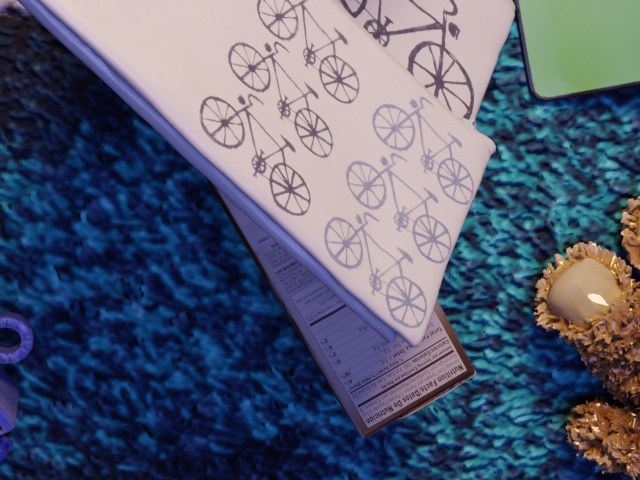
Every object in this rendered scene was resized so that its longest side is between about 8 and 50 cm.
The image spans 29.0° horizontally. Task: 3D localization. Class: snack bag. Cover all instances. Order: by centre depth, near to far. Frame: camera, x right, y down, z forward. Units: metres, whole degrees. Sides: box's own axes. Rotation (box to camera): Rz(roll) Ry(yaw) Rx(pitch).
[{"bbox_3d":[0.002,-0.153,0.788,0.323,0.342,0.037,43,138,-21],"label":"snack bag"}]

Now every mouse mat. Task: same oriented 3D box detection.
[{"bbox_3d":[0.240,-0.192,0.930,0.189,0.007,0.153,-9,109,11],"label":"mouse mat"}]

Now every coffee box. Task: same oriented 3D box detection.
[{"bbox_3d":[0.000,0.000,0.894,0.098,0.141,0.246,-30,111,-2],"label":"coffee box"}]

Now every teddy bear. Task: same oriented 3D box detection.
[{"bbox_3d":[0.317,0.115,1.025,0.338,0.113,0.245,37,88,-11],"label":"teddy bear"}]

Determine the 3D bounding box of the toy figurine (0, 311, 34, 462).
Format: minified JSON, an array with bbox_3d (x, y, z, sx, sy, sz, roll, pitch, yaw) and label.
[{"bbox_3d":[-0.277,0.146,0.858,0.217,0.191,0.362,-34,111,-6],"label":"toy figurine"}]
